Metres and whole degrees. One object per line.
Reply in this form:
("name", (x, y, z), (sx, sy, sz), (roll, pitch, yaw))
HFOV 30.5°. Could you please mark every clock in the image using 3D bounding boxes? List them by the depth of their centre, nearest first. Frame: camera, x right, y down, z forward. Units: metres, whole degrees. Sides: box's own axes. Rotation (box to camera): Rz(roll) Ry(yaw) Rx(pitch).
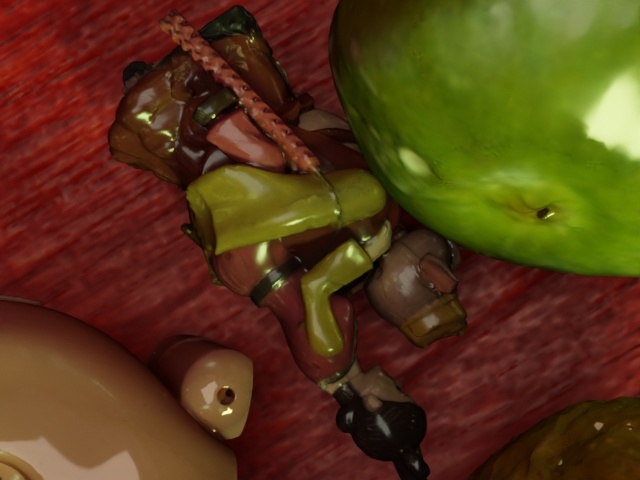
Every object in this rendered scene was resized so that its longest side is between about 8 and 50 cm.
("clock", (-0.165, 0.139, 0.558), (0.241, 0.142, 0.227), (11, 86, -15))

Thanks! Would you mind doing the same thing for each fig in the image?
("fig", (0.152, -0.124, 0.534), (0.233, 0.233, 0.314), (40, 79, 8))

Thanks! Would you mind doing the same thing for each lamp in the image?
("lamp", (0.000, 0.000, 0.598), (0.118, 0.118, 0.253), (-43, 78, 2))

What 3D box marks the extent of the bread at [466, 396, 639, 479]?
("bread", (0.115, 0.186, 0.516), (0.139, 0.240, 0.240), (24, 89, -3))
